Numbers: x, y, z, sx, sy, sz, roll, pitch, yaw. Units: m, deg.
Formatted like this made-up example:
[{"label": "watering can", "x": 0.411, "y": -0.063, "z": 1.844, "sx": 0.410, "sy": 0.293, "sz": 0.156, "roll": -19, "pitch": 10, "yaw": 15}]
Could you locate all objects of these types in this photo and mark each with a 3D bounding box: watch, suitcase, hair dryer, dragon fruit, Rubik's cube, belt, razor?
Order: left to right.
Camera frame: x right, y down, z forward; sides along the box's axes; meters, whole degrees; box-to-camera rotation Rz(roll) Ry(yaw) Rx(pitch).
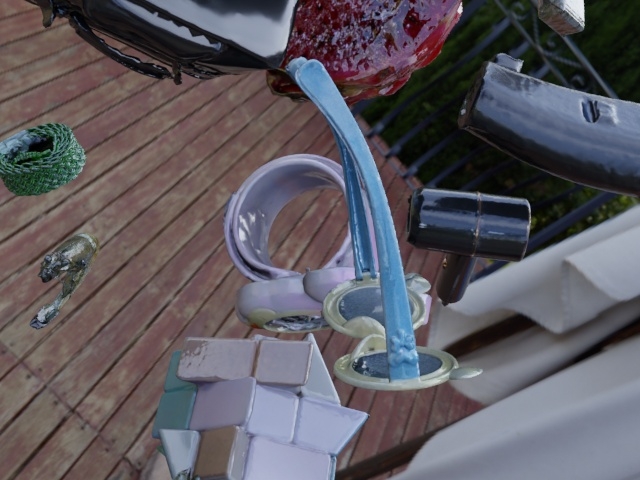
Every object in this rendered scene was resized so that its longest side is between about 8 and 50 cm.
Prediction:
[{"label": "belt", "x": -0.476, "y": -0.131, "z": 1.242, "sx": 0.079, "sy": 0.151, "sz": 0.121, "roll": 77, "pitch": -4, "yaw": -49}, {"label": "suitcase", "x": -0.165, "y": -0.346, "z": 0.738, "sx": 0.345, "sy": 0.188, "sz": 0.339, "roll": 17, "pitch": 81, "yaw": -46}, {"label": "Rubik's cube", "x": -0.131, "y": 0.368, "z": 1.391, "sx": 0.368, "sy": 0.387, "sz": 0.358, "roll": 18, "pitch": 55, "yaw": -12}, {"label": "watch", "x": 0.000, "y": 0.000, "z": 0.926, "sx": 0.211, "sy": 0.248, "sz": 0.217, "roll": 35, "pitch": 51, "yaw": -63}, {"label": "dragon fruit", "x": 0.040, "y": -0.376, "z": 1.084, "sx": 0.386, "sy": 0.371, "sz": 0.249, "roll": 60, "pitch": 6, "yaw": 14}, {"label": "hair dryer", "x": 0.225, "y": 0.036, "z": 1.271, "sx": 0.189, "sy": 0.352, "sz": 0.107, "roll": 8, "pitch": 59, "yaw": 2}, {"label": "razor", "x": 0.370, "y": -0.163, "z": 1.074, "sx": 0.327, "sy": 0.107, "sz": 0.189, "roll": 19, "pitch": 39, "yaw": 3}]

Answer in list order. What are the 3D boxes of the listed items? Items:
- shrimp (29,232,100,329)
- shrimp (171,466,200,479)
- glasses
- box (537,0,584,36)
[{"label": "shrimp", "x": -0.385, "y": 0.061, "z": 1.086, "sx": 0.051, "sy": 0.150, "sz": 0.217, "roll": 28, "pitch": 5, "yaw": -2}, {"label": "shrimp", "x": -0.292, "y": 0.520, "z": 1.131, "sx": 0.085, "sy": 0.247, "sz": 0.360, "roll": 31, "pitch": 64, "yaw": -7}, {"label": "glasses", "x": 0.009, "y": -0.008, "z": 0.496, "sx": 0.221, "sy": 0.088, "sz": 0.189, "roll": 61, "pitch": 5, "yaw": -17}, {"label": "box", "x": 0.375, "y": -0.362, "z": 1.134, "sx": 0.098, "sy": 0.045, "sz": 0.062, "roll": 11, "pitch": 78, "yaw": -50}]
